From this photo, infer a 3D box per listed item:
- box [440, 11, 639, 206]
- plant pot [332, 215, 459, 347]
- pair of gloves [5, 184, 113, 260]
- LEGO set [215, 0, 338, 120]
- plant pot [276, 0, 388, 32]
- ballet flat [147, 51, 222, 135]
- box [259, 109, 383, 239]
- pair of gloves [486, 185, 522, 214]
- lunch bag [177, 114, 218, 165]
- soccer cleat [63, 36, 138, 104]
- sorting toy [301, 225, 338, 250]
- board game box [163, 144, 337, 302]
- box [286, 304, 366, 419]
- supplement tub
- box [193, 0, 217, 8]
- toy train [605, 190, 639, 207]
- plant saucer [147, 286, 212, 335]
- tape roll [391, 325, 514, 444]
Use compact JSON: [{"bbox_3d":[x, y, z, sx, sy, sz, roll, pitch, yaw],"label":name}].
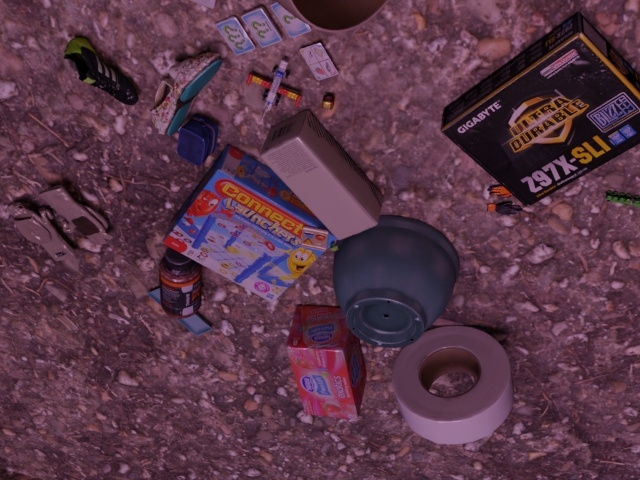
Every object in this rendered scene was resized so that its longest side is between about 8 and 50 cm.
[{"bbox_3d":[0.426,-0.227,1.596,0.257,0.079,0.322,36,133,-24],"label":"box"},{"bbox_3d":[0.157,0.115,1.943,0.292,0.196,0.293,8,136,8],"label":"plant pot"},{"bbox_3d":[-0.636,-0.045,2.119,0.240,0.042,0.204,-19,131,34],"label":"pair of gloves"},{"bbox_3d":[-0.073,-0.330,1.649,0.182,0.060,0.244,-11,132,31],"label":"LEGO set"},{"bbox_3d":[-0.015,-0.487,1.344,0.191,0.284,0.284,31,149,38],"label":"plant pot"},{"bbox_3d":[-0.281,-0.303,1.722,0.077,0.091,0.241,47,129,3],"label":"ballet flat"},{"bbox_3d":[0.007,-0.132,1.803,0.113,0.094,0.275,-21,127,33],"label":"box"},{"bbox_3d":[0.385,-0.084,1.805,0.074,0.010,0.083,3,137,13],"label":"pair of gloves"},{"bbox_3d":[-0.255,-0.215,1.814,0.067,0.065,0.098,29,139,8],"label":"lunch bag"},{"bbox_3d":[-0.444,-0.328,1.743,0.060,0.072,0.179,-24,125,35],"label":"soccer cleat"},{"bbox_3d":[0.000,0.000,1.874,0.083,0.012,0.062,12,137,4],"label":"sorting toy"},{"bbox_3d":[-0.156,-0.028,1.964,0.308,0.086,0.302,30,136,-15],"label":"board game box"},{"bbox_3d":[0.020,0.316,2.231,0.154,0.142,0.300,3,136,14],"label":"box"},{"bbox_3d":[-0.345,0.097,2.135,0.106,0.106,0.198,12,138,4],"label":"supplement tub"},{"bbox_3d":[-0.235,-0.492,1.471,0.170,0.130,0.091,21,138,-5],"label":"box"},{"bbox_3d":[0.612,-0.081,1.738,0.083,0.017,0.024,10,148,6],"label":"toy train"},{"bbox_3d":[-0.371,0.184,2.299,0.067,0.018,0.192,-23,126,34],"label":"plant saucer"},{"bbox_3d":[0.316,0.341,2.071,0.286,0.286,0.100,-3,135,19],"label":"tape roll"}]
